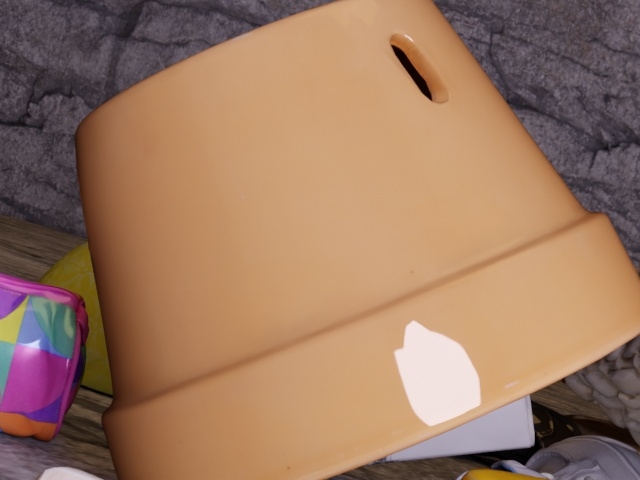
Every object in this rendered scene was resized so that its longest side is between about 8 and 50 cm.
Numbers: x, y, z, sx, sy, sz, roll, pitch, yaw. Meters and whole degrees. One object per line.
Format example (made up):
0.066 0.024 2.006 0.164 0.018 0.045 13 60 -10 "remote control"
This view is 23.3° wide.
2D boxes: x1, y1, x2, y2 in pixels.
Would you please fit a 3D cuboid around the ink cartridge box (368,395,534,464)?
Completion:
0.031 0.101 1.050 0.203 0.085 0.148 -6 1 -2 "ink cartridge box"

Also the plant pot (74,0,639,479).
0.000 0.000 0.811 0.291 0.203 0.291 -22 -2 -1 "plant pot"

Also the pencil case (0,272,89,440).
-0.256 0.049 0.932 0.236 0.104 0.104 16 1 -10 "pencil case"

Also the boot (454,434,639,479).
0.134 0.156 0.919 0.123 0.095 0.258 22 1 -11 "boot"

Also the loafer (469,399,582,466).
0.133 0.156 1.430 0.220 0.080 0.078 16 1 26 "loafer"

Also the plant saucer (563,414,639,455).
0.359 0.235 1.585 0.311 0.050 0.310 16 2 -1 "plant saucer"

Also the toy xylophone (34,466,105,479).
-0.101 0.110 0.325 0.236 0.081 0.323 16 2 24 "toy xylophone"

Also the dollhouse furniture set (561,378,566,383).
0.347 0.120 1.412 0.259 0.262 0.135 19 -1 35 "dollhouse furniture set"

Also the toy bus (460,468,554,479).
0.197 0.174 0.579 0.333 0.108 0.130 15 1 -16 "toy bus"

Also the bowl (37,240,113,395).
-0.109 0.053 1.332 0.290 0.156 0.289 15 0 0 "bowl"

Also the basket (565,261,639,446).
0.349 0.064 0.846 0.328 0.266 0.331 41 -8 0 "basket"
